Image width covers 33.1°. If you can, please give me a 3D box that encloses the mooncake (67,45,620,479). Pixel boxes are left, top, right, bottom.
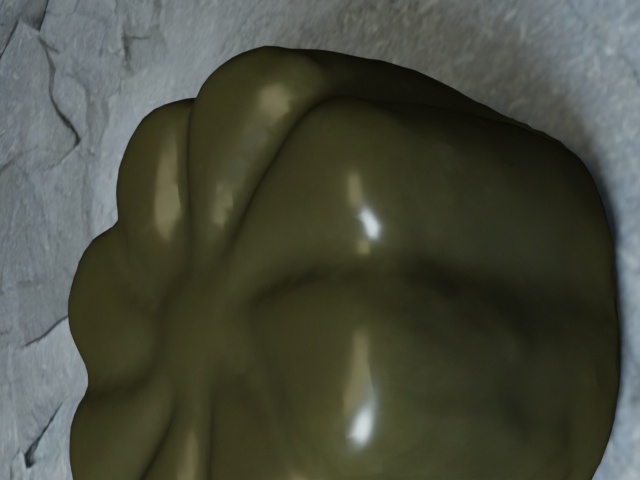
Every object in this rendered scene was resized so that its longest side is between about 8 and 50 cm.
[{"bbox_3d":[-0.013,0.064,0.678,0.378,0.200,0.379,-18,65,44],"label":"mooncake"}]
